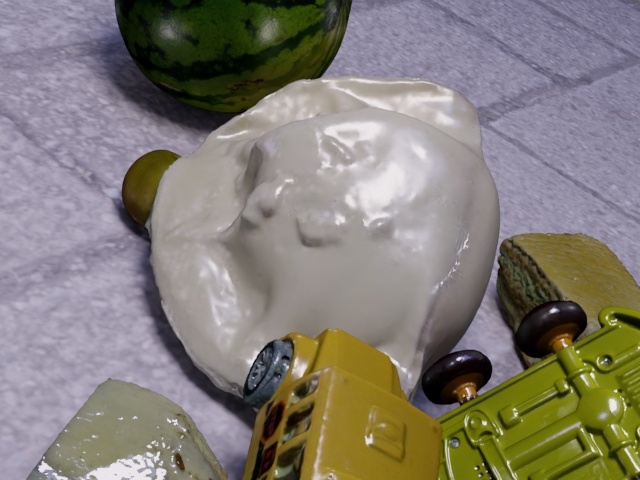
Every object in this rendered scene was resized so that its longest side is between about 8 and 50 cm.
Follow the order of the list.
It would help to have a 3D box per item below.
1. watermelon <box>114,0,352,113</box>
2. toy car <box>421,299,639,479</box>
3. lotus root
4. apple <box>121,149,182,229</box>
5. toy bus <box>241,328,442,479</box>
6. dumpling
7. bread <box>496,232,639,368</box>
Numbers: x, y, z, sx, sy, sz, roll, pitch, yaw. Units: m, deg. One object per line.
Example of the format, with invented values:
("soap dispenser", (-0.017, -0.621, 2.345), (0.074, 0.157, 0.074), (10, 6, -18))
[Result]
("watermelon", (-0.098, -0.287, 1.279), (0.285, 0.285, 0.285), (16, 31, -10))
("toy car", (0.188, 0.169, 0.844), (0.142, 0.248, 0.200), (51, 15, -49))
("lotus root", (-0.122, 0.164, 0.771), (0.144, 0.070, 0.143), (21, 31, -3))
("apple", (-0.149, -0.046, 1.082), (0.089, 0.074, 0.089), (33, 12, -8))
("toy bus", (0.003, 0.193, 0.701), (0.121, 0.123, 0.335), (29, 43, -16))
("dumpling", (0.000, 0.000, 1.000), (0.315, 0.233, 0.395), (8, 55, 9))
("bread", (0.263, 0.075, 1.127), (0.138, 0.102, 0.196), (11, 29, -23))
